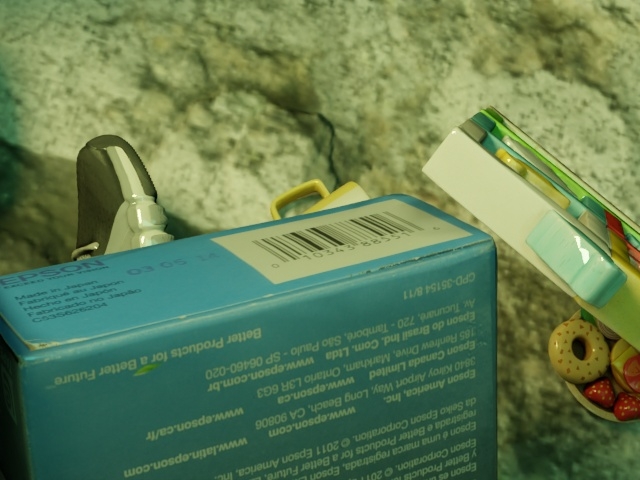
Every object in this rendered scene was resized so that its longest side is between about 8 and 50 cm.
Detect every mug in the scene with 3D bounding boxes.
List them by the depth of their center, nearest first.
[{"bbox_3d":[0.002,0.004,0.818,0.064,0.078,0.062,-27,111,-11],"label":"mug"}]

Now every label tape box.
[{"bbox_3d":[-0.032,0.165,0.680,0.240,0.106,0.334,-12,111,-25],"label":"label tape box"}]

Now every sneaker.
[{"bbox_3d":[-0.139,0.055,0.748,0.132,0.086,0.229,-14,76,-14],"label":"sneaker"}]

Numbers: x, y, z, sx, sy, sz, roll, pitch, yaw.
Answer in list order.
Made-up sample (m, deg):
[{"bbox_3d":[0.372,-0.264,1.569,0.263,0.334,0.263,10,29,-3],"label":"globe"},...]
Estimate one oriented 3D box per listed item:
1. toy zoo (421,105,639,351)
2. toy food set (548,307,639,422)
[{"bbox_3d":[0.148,0.001,0.737,0.192,0.293,0.030,39,103,3],"label":"toy zoo"},{"bbox_3d":[0.190,0.074,0.846,0.082,0.020,0.083,-38,82,-21],"label":"toy food set"}]
